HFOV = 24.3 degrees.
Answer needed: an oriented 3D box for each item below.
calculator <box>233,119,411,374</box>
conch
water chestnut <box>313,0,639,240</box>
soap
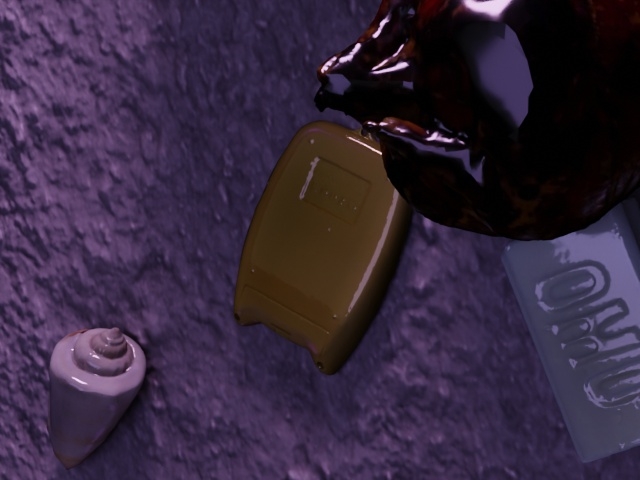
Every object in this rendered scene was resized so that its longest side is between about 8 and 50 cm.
[{"bbox_3d":[0.000,0.000,1.408,0.157,0.033,0.236,27,104,26],"label":"calculator"},{"bbox_3d":[-0.238,0.156,1.540,0.104,0.094,0.176,28,134,11],"label":"conch"},{"bbox_3d":[0.147,-0.132,1.195,0.289,0.244,0.289,-1,87,32],"label":"water chestnut"},{"bbox_3d":[0.243,0.075,1.257,0.119,0.066,0.198,-24,81,27],"label":"soap"}]
